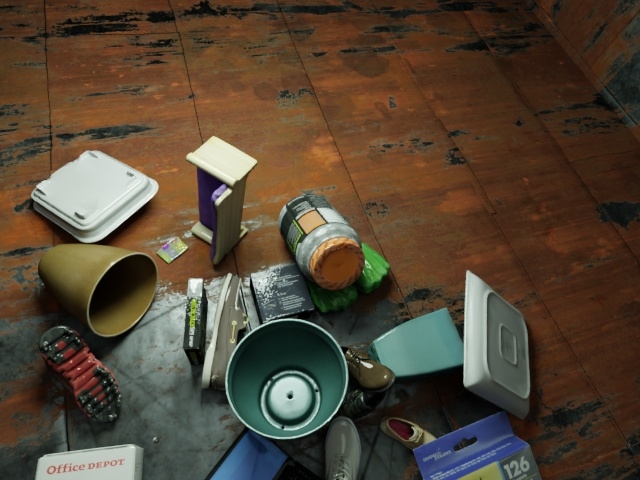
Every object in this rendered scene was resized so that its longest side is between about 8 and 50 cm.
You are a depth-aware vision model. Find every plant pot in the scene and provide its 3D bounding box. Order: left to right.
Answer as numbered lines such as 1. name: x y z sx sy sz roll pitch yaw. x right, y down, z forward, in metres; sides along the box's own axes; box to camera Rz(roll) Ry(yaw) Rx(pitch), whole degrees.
1. plant pot: -0.627 0.103 1.135 0.254 0.237 0.237 20 59 17
2. plant pot: -0.082 0.379 1.070 0.293 0.196 0.293 1 51 -1
3. plant pot: 0.267 0.323 1.204 0.234 0.165 0.165 -12 65 -13

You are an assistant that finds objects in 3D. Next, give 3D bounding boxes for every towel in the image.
1. towel: -0.466 0.030 1.312 0.060 0.009 0.083 39 63 10

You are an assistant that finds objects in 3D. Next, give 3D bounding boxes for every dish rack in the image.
1. dish rack: -0.710 -0.160 1.286 0.333 0.072 0.285 26 59 24

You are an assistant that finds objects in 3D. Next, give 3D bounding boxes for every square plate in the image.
1. square plate: 0.532 0.306 1.222 0.344 0.049 0.347 34 55 -31

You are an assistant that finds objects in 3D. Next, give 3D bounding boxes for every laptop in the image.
1. laptop: -0.143 0.606 0.982 0.234 0.264 0.136 -48 115 -28

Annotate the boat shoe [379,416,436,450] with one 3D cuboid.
1. boat shoe: 0.248 0.534 1.140 0.170 0.059 0.063 21 60 1

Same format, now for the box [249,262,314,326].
1. box: -0.120 0.168 1.252 0.156 0.093 0.158 -12 66 -17

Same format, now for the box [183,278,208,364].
1. box: -0.337 0.224 1.130 0.045 0.184 0.190 2 62 -12

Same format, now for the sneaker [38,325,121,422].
1. sneaker: -0.612 0.344 1.065 0.098 0.135 0.276 -39 97 -39

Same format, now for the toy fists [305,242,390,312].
1. toy fists: 0.093 0.128 1.316 0.279 0.096 0.142 -29 58 -22

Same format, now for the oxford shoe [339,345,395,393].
1. oxford shoe: 0.106 0.343 1.118 0.096 0.227 0.082 48 67 -26

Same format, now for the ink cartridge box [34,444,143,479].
1. ink cartridge box: -0.512 0.619 0.917 0.207 0.117 0.282 -2 63 -11

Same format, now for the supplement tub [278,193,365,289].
1. supplement tub: 0.000 0.000 1.239 0.194 0.193 0.316 -10 31 -16

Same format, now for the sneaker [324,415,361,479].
1. sneaker: 0.055 0.574 1.022 0.094 0.091 0.258 1 78 2

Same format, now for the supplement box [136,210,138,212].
1. supplement box: -0.636 -0.110 1.330 0.083 0.055 0.043 -20 66 -19

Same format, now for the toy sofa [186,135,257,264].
1. toy sofa: -0.308 -0.102 1.212 0.150 0.362 0.177 32 56 7

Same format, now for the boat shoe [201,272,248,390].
1. boat shoe: -0.257 0.253 1.172 0.097 0.116 0.324 11 64 -10

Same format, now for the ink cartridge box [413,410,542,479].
1. ink cartridge box: 0.431 0.648 1.073 0.304 0.072 0.307 -15 81 -16

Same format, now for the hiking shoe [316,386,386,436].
1. hiking shoe: 0.082 0.447 1.125 0.227 0.114 0.086 -26 69 -22
